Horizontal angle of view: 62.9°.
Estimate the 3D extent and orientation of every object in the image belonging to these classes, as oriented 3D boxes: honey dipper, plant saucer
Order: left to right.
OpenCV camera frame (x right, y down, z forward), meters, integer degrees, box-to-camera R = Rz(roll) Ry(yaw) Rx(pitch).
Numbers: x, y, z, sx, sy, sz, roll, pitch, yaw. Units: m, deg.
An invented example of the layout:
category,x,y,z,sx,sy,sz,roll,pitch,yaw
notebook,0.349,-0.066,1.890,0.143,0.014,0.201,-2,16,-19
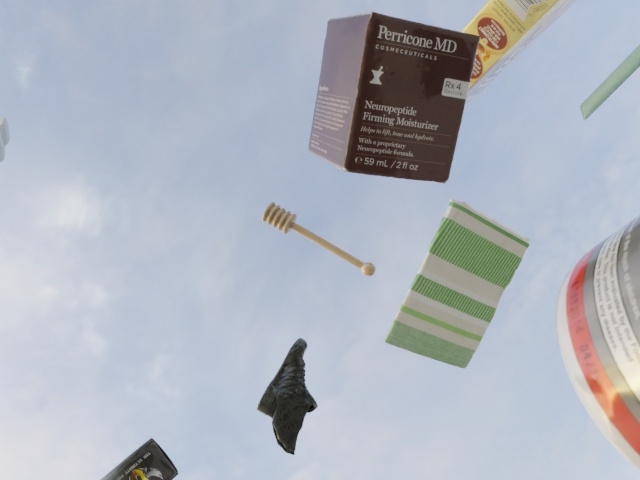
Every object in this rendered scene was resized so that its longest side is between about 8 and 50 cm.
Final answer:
category,x,y,z,sx,sy,sz,roll,pitch,yaw
honey dipper,0.000,0.000,0.671,0.160,0.030,0.030,29,-75,9
plant saucer,0.335,-0.202,0.517,0.018,0.067,0.192,45,-42,9

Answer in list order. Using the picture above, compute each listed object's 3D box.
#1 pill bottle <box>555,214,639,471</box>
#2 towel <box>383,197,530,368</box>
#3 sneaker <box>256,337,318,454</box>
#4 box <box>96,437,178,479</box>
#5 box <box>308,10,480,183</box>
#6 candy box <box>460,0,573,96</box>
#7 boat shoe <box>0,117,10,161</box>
category,x,y,z,sx,sy,sz,roll,pitch,yaw
pill bottle,0.323,0.008,0.269,0.210,0.210,0.363,7,-34,-17
towel,0.293,0.099,1.108,0.247,0.038,0.325,24,-87,-29
sneaker,-0.040,0.248,0.851,0.089,0.170,0.051,28,-34,8
box,-0.294,0.344,0.626,0.231,0.183,0.056,-35,-96,-35
box,0.096,-0.204,0.761,0.168,0.167,0.203,3,-73,-20
candy box,0.323,-0.366,0.922,0.087,0.183,0.316,52,-44,5
boat shoe,-0.484,-0.147,0.762,0.038,0.125,0.046,-9,-52,-17
